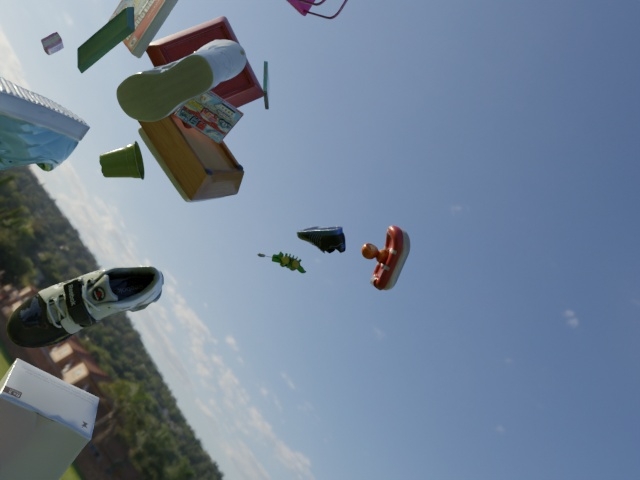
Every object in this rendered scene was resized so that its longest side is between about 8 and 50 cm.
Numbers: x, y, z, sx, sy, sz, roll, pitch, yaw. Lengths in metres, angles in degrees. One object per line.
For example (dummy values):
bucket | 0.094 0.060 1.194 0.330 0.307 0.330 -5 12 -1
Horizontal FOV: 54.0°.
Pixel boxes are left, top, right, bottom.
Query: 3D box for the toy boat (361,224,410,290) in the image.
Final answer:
toy boat | 0.216 0.053 2.217 0.151 0.231 0.151 23 0 -9

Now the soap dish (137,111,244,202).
soap dish | -0.365 -0.254 1.813 0.118 0.229 0.291 -39 -100 27

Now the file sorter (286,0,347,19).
file sorter | -0.042 -0.776 1.723 0.290 0.202 0.182 29 4 -44

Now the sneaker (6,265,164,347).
sneaker | -0.490 0.119 1.320 0.123 0.330 0.146 64 -26 8

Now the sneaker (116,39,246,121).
sneaker | -0.290 -0.344 1.349 0.292 0.169 0.108 -7 -65 33

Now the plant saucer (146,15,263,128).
plant saucer | -0.319 -0.482 1.766 0.259 0.258 0.047 64 -18 -4

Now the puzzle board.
puzzle board | -0.254 -0.287 1.439 0.128 0.096 0.011 30 25 -35

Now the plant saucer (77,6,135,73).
plant saucer | -0.470 -0.436 1.364 0.192 0.018 0.067 -23 -116 32

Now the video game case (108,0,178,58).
video game case | -0.388 -0.534 1.406 0.025 0.204 0.285 29 13 -39

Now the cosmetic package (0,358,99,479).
cosmetic package | -0.687 0.480 1.380 0.217 0.385 0.156 36 8 -21

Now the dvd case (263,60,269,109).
dvd case | -0.148 -0.422 1.717 0.119 0.013 0.087 105 -14 -77

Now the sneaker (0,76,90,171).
sneaker | -0.530 -0.185 1.042 0.135 0.150 0.366 33 3 17

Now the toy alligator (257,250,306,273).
toy alligator | -0.133 0.064 2.275 0.189 0.051 0.056 22 -20 -6

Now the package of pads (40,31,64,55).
package of pads | -0.695 -0.509 1.629 0.032 0.050 0.083 61 -15 -13

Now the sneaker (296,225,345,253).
sneaker | 0.000 0.000 2.220 0.232 0.081 0.091 1 -73 52

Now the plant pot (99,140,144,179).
plant pot | -0.421 -0.163 1.330 0.083 0.079 0.084 170 -90 -86
